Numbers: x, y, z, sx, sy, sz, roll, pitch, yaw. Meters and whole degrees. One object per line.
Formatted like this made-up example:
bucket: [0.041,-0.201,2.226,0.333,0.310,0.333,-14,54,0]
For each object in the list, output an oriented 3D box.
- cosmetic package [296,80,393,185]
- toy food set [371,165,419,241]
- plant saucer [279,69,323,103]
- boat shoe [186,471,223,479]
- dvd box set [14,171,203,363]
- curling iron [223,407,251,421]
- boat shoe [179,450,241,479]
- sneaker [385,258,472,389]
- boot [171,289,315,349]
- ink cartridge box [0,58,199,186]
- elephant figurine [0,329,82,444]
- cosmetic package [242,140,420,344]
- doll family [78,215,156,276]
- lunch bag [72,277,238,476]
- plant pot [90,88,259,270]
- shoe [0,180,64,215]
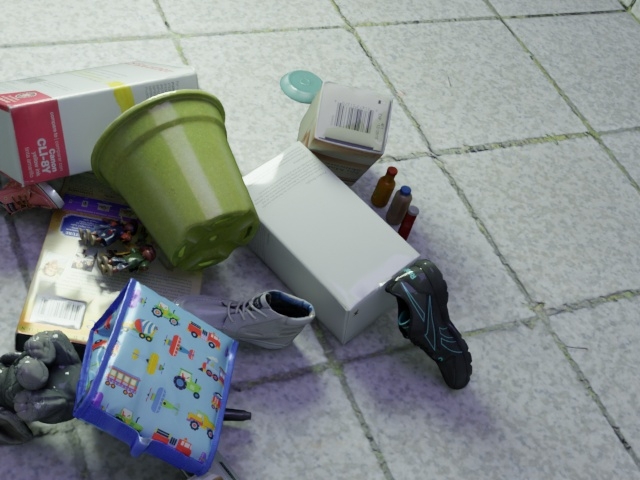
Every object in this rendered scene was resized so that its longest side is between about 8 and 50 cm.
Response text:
cosmetic package: [0.040,-0.219,2.024,0.153,0.296,0.129,11,79,-7]
toy food set: [0.143,-0.045,2.043,0.111,0.104,0.232,23,46,3]
plant saucer: [-0.040,-0.383,2.352,0.119,0.021,0.119,10,47,-11]
boat shoe: [-0.272,0.432,1.448,0.277,0.098,0.096,-37,55,-24]
dvd box set: [-0.373,0.054,1.811,0.307,0.062,0.420,11,46,-9]
curling iron: [-0.253,0.300,1.637,0.274,0.035,0.068,6,20,-17]
boat shoe: [-0.162,0.413,1.549,0.070,0.078,0.219,-43,62,3]
sneaker: [0.202,0.170,1.811,0.106,0.101,0.267,-26,104,-18]
boot: [-0.138,0.125,1.733,0.258,0.123,0.095,12,51,-32]
ink cartridge box: [-0.463,-0.246,1.909,0.384,0.160,0.279,-17,23,-30]
elephant figurine: [-0.503,0.242,1.545,0.186,0.239,0.169,67,24,-6]
cosmetic package: [0.000,0.000,1.896,0.197,0.155,0.365,-33,66,-23]
doll family: [-0.365,0.006,1.763,0.111,0.076,0.193,-19,54,-27]
lunch bag: [-0.259,0.232,1.510,0.221,0.138,0.293,34,23,-19]
plant pot: [-0.246,-0.094,1.776,0.276,0.276,0.254,-18,64,-31]
shoe: [-0.558,-0.078,1.827,0.081,0.063,0.178,-44,39,-20]
